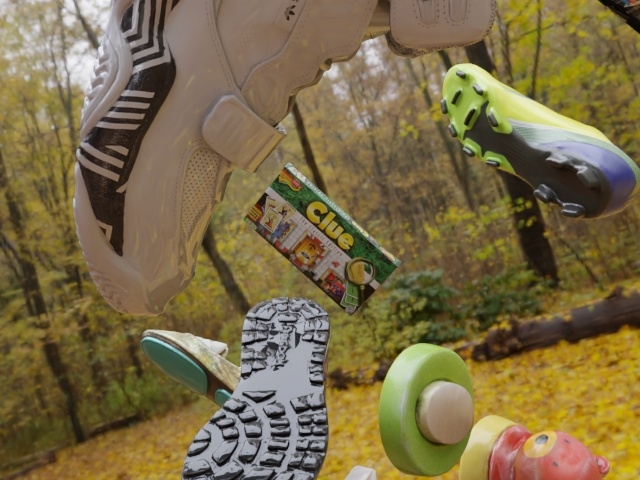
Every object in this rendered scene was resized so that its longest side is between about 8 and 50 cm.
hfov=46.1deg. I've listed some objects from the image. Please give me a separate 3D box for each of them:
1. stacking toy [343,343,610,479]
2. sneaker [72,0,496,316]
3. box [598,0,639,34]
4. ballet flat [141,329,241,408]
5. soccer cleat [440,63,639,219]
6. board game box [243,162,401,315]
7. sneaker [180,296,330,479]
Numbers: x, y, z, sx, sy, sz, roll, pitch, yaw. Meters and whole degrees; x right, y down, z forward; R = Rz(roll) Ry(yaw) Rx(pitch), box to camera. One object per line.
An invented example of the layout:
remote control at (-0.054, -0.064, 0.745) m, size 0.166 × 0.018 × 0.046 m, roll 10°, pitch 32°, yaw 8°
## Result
stacking toy at (0.151, 0.263, 0.719) m, size 0.130 × 0.279 × 0.309 m, roll -3°, pitch 41°, yaw 43°
sneaker at (-0.018, -0.107, 0.464) m, size 0.210 × 0.365 × 0.137 m, roll 14°, pitch 13°, yaw -1°
box at (0.322, -0.283, 0.647) m, size 0.175 × 0.051 × 0.220 m, roll 25°, pitch -27°, yaw -26°
ballet flat at (-0.191, 0.266, 1.482) m, size 0.123 × 0.349 × 0.123 m, roll -53°, pitch -14°, yaw -20°
soccer cleat at (0.261, -0.125, 0.914) m, size 0.121 × 0.289 × 0.093 m, roll -16°, pitch -43°, yaw -32°
board game box at (0.000, 0.000, 1.313) m, size 0.136 × 0.260 × 0.030 m, roll -49°, pitch -2°, yaw 23°
sneaker at (-0.037, 0.180, 0.661) m, size 0.107 × 0.124 × 0.283 m, roll 5°, pitch 32°, yaw 10°
